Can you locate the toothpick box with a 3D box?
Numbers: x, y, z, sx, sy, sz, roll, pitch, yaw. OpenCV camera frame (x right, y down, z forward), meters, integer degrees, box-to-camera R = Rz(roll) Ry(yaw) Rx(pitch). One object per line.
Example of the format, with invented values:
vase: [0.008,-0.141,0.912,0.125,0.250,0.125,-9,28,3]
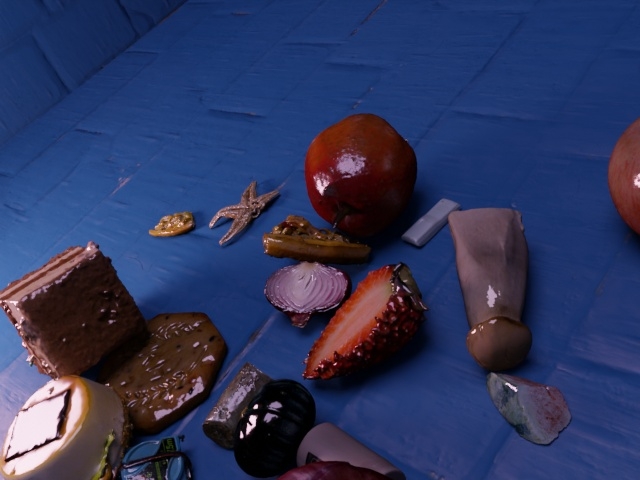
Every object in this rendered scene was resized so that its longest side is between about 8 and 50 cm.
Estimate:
toothpick box: [0.054,0.411,1.266,0.111,0.111,0.180,-43,40,-21]

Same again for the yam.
yam: [-0.161,0.338,1.487,0.107,0.107,0.183,13,54,40]

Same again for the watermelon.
watermelon: [0.364,0.281,1.290,0.094,0.081,0.180,-19,35,-35]

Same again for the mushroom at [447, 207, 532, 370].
mushroom: [0.356,0.075,1.462,0.154,0.137,0.407,-6,44,8]

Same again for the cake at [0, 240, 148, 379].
cake: [-0.618,0.175,1.756,0.282,0.256,0.290,-37,15,-25]

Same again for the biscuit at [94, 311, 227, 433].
biscuit: [-0.388,0.304,1.703,0.359,0.046,0.359,-15,38,13]

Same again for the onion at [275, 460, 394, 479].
onion: [0.022,0.510,1.059,0.285,0.347,0.348,-53,11,49]

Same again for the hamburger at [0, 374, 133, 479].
hamburger: [-0.532,0.432,1.518,0.276,0.179,0.294,-27,39,14]

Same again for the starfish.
starfish: [-0.232,-0.088,2.063,0.138,0.050,0.247,18,53,44]

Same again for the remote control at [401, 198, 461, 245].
remote control: [0.269,-0.047,1.738,0.162,0.029,0.061,-43,42,-21]

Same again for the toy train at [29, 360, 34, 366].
toy train: [-0.730,0.265,1.919,0.099,0.081,0.149,7,27,-9]

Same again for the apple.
apple: [0.726,-0.151,1.397,0.344,0.269,0.345,-17,39,14]

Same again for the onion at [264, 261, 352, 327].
onion: [-0.023,0.127,1.653,0.206,0.098,0.151,5,83,19]

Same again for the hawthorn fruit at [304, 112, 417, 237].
hawthorn fruit: [0.082,-0.135,1.739,0.284,0.285,0.369,-6,37,24]

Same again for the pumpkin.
pumpkin: [-0.090,0.356,1.363,0.150,0.194,0.194,22,56,22]

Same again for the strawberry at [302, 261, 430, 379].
strawberry: [0.103,0.193,1.504,0.306,0.137,0.233,-47,15,14]

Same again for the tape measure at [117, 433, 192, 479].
tape measure: [-0.331,0.464,1.435,0.146,0.081,0.125,-8,45,-15]

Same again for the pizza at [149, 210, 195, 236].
pizza: [-0.440,-0.051,2.149,0.160,0.036,0.099,-6,42,25]

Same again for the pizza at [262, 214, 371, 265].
pizza: [0.000,0.000,1.758,0.251,0.074,0.288,14,15,4]
